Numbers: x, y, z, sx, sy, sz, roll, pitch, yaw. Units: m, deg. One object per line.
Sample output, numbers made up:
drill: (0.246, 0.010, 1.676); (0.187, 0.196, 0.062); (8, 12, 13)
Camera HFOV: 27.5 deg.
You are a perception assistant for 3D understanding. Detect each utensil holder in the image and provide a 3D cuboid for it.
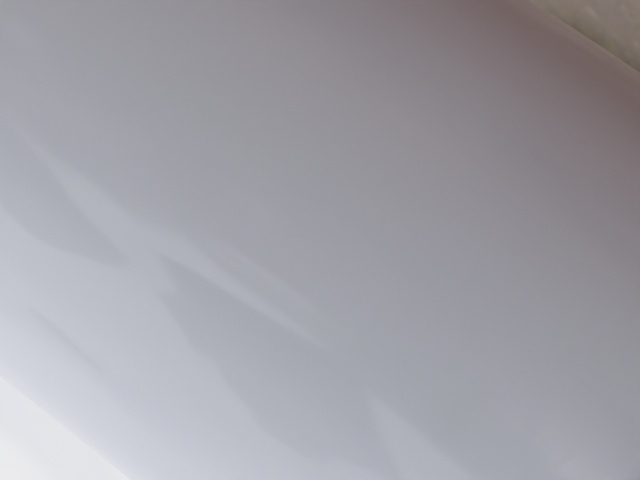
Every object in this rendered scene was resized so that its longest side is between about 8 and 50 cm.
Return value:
utensil holder: (0.000, 0.000, 0.671); (0.385, 0.327, 0.327); (37, -179, 13)
